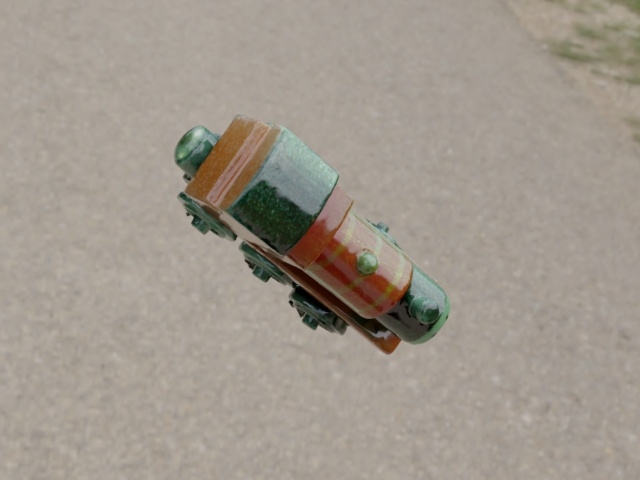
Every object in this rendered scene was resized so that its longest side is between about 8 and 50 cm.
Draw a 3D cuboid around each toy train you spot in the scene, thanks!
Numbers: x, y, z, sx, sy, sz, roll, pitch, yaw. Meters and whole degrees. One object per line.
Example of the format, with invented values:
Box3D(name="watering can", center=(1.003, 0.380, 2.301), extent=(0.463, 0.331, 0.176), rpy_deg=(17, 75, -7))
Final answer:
Box3D(name="toy train", center=(0.000, 0.000, 0.419), extent=(0.103, 0.044, 0.064), rpy_deg=(41, -10, -30))
